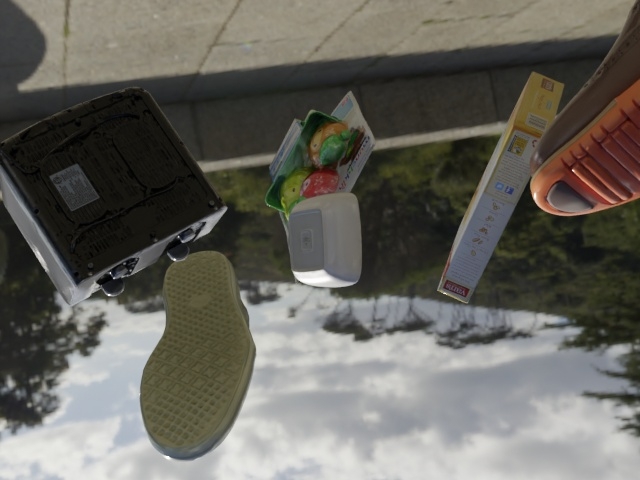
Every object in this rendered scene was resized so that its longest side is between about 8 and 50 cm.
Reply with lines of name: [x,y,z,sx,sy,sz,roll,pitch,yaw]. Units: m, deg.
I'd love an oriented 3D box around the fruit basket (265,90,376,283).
fruit basket: [-0.005,-0.126,1.792,0.166,0.327,0.353,25,-159,-13]

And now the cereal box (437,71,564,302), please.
cereal box: [0.215,-0.064,1.049,0.047,0.240,0.173,24,-145,6]

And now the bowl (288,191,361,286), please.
bowl: [0.000,0.000,1.303,0.053,0.141,0.142,-1,178,-36]

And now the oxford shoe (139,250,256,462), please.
oxford shoe: [-0.175,0.177,1.328,0.169,0.130,0.449,-11,-150,0]

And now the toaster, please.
toaster: [-0.213,-0.048,0.852,0.168,0.185,0.110,-31,170,-28]

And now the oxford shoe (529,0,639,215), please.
oxford shoe: [0.280,-0.165,0.623,0.364,0.132,0.130,-43,140,16]
